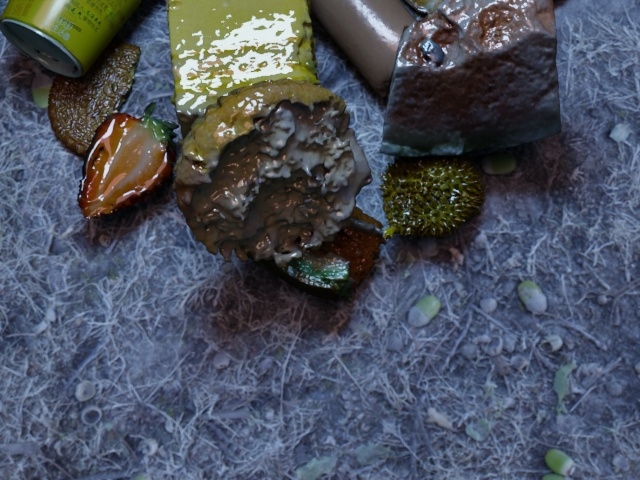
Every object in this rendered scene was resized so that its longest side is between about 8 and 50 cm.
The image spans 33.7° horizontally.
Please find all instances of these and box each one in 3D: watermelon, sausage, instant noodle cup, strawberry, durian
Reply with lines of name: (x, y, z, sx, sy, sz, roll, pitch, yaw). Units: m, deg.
watermelon: (0.207, -0.213, 1.493, 0.264, 0.302, 0.151, -6, 60, 4)
sausage: (0.066, -0.351, 1.652, 0.123, 0.123, 0.253, -35, 75, -9)
instant noodle cup: (-0.373, -0.388, 1.638, 0.215, 0.215, 0.236, 24, 76, 10)
strawberry: (-0.287, -0.113, 1.602, 0.140, 0.085, 0.192, 1, 72, 1)
durian: (0.153, -0.070, 1.544, 0.146, 0.102, 0.208, 43, 60, 12)

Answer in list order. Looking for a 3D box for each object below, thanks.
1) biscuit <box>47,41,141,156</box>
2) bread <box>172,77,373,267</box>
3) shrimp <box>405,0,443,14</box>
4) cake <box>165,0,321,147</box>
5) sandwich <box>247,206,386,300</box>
biscuit: (-0.369, -0.233, 1.678, 0.126, 0.025, 0.206, 16, 72, 8)
bread: (-0.074, -0.098, 1.400, 0.274, 0.274, 0.149, -31, 41, -8)
shrimp: (0.326, -0.481, 1.710, 0.445, 0.085, 0.272, -13, 76, 1)
cake: (-0.111, -0.271, 1.580, 0.227, 0.222, 0.286, -7, 71, -2)
sandwich: (-0.009, -0.003, 1.542, 0.184, 0.109, 0.160, 28, 76, 11)
